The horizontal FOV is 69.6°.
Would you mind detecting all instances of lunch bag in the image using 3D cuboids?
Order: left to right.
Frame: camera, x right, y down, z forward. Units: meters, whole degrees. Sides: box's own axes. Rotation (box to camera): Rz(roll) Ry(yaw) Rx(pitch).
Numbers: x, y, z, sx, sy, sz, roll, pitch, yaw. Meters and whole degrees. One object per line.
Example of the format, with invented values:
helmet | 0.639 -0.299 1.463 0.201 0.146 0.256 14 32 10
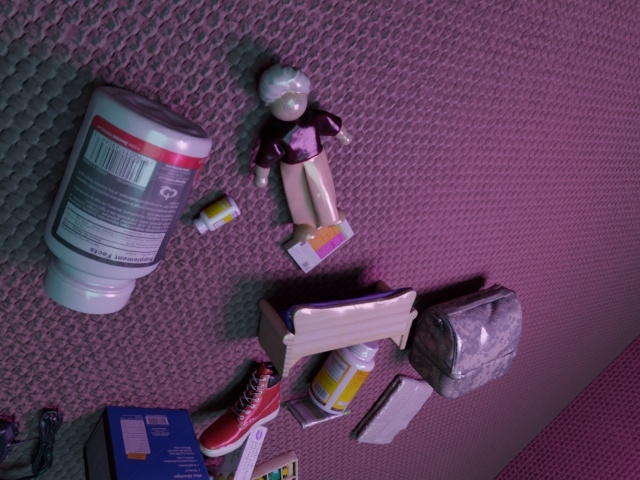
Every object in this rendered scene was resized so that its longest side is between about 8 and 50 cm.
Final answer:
lunch bag | 0.434 0.274 1.354 0.305 0.212 0.256 -11 125 -26

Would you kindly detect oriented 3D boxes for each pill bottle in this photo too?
pill bottle | -0.307 -0.052 0.706 0.176 0.176 0.319 17 110 -38
pill bottle | -0.196 -0.047 0.867 0.083 0.043 0.043 -32 131 -10
pill bottle | 0.066 0.350 1.240 0.117 0.117 0.215 20 108 -39

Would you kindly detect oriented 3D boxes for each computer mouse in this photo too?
computer mouse | -0.649 0.415 0.883 0.262 0.060 0.184 -3 117 -44

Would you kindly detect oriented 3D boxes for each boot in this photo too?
boot | -0.186 0.390 1.107 0.244 0.088 0.176 -22 131 -48

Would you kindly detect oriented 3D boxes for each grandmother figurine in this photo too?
grandmother figurine | -0.031 -0.164 0.859 0.207 0.104 0.343 -35 135 -19

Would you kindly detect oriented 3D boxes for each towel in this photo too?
towel | -0.008 0.469 1.275 0.151 0.113 0.023 -3 107 -30
towel | 0.246 0.576 1.546 0.187 0.049 0.282 25 104 -41

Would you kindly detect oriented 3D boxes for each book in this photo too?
book | 0.000 0.000 1.028 0.144 0.035 0.096 -38 135 -4

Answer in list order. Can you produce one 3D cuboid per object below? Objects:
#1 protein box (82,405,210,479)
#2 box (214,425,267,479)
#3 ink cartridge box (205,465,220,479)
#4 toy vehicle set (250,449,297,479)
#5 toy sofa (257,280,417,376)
protein box | -0.380 0.488 0.997 0.199 0.201 0.136 20 108 -39
box | -0.229 0.621 1.157 0.063 0.067 0.324 45 58 -46
ink cartridge box | -0.326 0.664 1.161 0.219 0.092 0.160 37 64 -50
toy vehicle set | -0.153 0.782 1.442 0.165 0.035 0.267 -14 126 -23
toy sofa | 0.043 0.176 1.091 0.362 0.150 0.177 -5 117 -29
